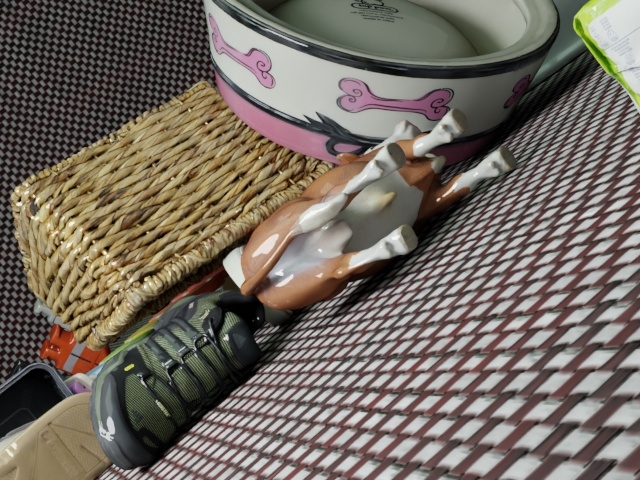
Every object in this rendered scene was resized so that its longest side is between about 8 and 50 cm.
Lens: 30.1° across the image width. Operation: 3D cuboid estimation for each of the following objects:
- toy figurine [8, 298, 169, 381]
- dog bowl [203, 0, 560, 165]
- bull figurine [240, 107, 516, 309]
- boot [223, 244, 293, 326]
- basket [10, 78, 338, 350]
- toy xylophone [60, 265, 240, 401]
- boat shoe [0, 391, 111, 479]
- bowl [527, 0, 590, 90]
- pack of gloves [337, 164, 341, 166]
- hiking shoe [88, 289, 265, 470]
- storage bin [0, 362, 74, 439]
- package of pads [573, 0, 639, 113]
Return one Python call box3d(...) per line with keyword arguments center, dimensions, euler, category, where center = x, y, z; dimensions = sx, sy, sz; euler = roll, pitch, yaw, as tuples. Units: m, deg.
box3d(center=(-0.322, 0.136, 1.676), dimensions=(0.209, 0.148, 0.213), euler=(-40, 31, 45), category="toy figurine")
box3d(center=(0.055, -0.228, 1.354), dimensions=(0.408, 0.408, 0.150), euler=(-43, -29, -49), category="dog bowl")
box3d(center=(0.053, -0.036, 1.058), dimensions=(0.188, 0.101, 0.310), euler=(-31, 8, 42), category="bull figurine")
box3d(center=(0.000, 0.000, 1.231), dimensions=(0.176, 0.088, 0.244), euler=(-36, 1, 8), category="boot")
box3d(center=(-0.154, 0.003, 1.326), dimensions=(0.299, 0.223, 0.213), euler=(-36, -33, -32), category="basket")
box3d(center=(-0.169, 0.107, 1.456), dimensions=(0.236, 0.081, 0.322), euler=(-32, 8, 47), category="toy xylophone")
box3d(center=(-0.310, 0.245, 1.117), dimensions=(0.285, 0.103, 0.092), euler=(-36, -2, -34), category="boat shoe")
box3d(center=(0.308, -0.315, 1.662), dimensions=(0.298, 0.134, 0.298), euler=(-37, 5, 4), category="bowl")
box3d(center=(0.117, -0.143, 1.580), dimensions=(0.232, 0.046, 0.195), euler=(-42, 15, -19), category="pack of gloves")
box3d(center=(-0.114, 0.104, 1.033), dimensions=(0.114, 0.086, 0.227), euler=(-25, 20, 32), category="hiking shoe")
box3d(center=(-0.347, 0.233, 1.317), dimensions=(0.180, 0.122, 0.084), euler=(-40, 6, -22), category="storage bin")
box3d(center=(0.309, -0.196, 0.685), dimensions=(0.229, 0.101, 0.296), euler=(-40, 5, -32), category="package of pads")
